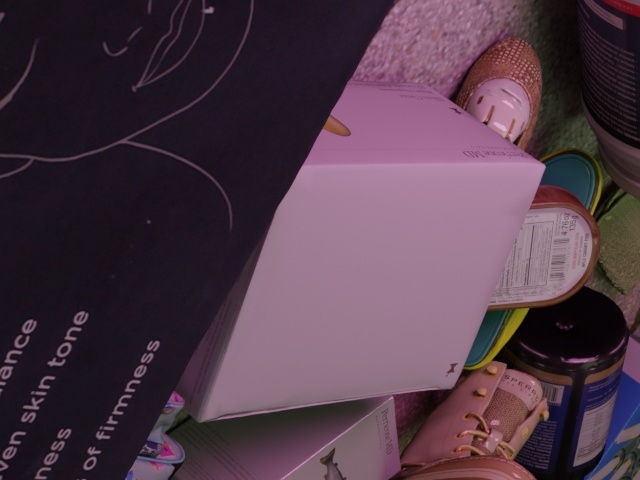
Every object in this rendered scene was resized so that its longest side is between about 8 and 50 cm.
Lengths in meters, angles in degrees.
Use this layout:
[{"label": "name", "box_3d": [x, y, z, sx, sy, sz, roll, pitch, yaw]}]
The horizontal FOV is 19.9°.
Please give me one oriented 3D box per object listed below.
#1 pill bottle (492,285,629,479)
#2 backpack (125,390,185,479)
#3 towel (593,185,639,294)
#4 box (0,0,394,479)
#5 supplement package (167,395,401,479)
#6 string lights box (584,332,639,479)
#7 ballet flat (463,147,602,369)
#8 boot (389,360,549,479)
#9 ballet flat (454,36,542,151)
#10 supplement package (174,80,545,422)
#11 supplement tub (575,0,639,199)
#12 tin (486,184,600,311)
[{"label": "pill bottle", "box_3d": [0.221, 0.157, 1.759, 0.123, 0.123, 0.219, -26, 138, -33]}, {"label": "backpack", "box_3d": [-0.197, 0.121, 1.218, 0.188, 0.166, 0.144, 6, 114, -54]}, {"label": "towel", "box_3d": [0.307, -0.010, 1.795, 0.110, 0.027, 0.148, -49, 145, -4]}, {"label": "box", "box_3d": [-0.256, -0.105, 0.840, 0.472, 0.297, 0.479, 13, 111, -54]}, {"label": "supplement package", "box_3d": [-0.035, 0.181, 1.506, 0.179, 0.105, 0.105, -35, 141, -24]}, {"label": "string lights box", "box_3d": [0.292, 0.228, 1.942, 0.259, 0.077, 0.133, -57, 146, 8]}, {"label": "ballet flat", "box_3d": [0.180, 0.014, 1.645, 0.231, 0.077, 0.077, -59, 166, 15]}, {"label": "boot", "box_3d": [0.141, 0.186, 1.593, 0.203, 0.095, 0.262, -48, -174, -31]}, {"label": "ballet flat", "box_3d": [0.130, -0.068, 1.473, 0.067, 0.073, 0.206, -164, -83, -82]}, {"label": "supplement package", "box_3d": [0.000, 0.000, 1.339, 0.262, 0.145, 0.204, -3, 122, -44]}, {"label": "supplement tub", "box_3d": [0.308, -0.175, 1.508, 0.191, 0.191, 0.272, -37, 143, -20]}, {"label": "tin", "box_3d": [0.149, 0.008, 1.555, 0.190, 0.040, 0.106, -4, 112, -16]}]
